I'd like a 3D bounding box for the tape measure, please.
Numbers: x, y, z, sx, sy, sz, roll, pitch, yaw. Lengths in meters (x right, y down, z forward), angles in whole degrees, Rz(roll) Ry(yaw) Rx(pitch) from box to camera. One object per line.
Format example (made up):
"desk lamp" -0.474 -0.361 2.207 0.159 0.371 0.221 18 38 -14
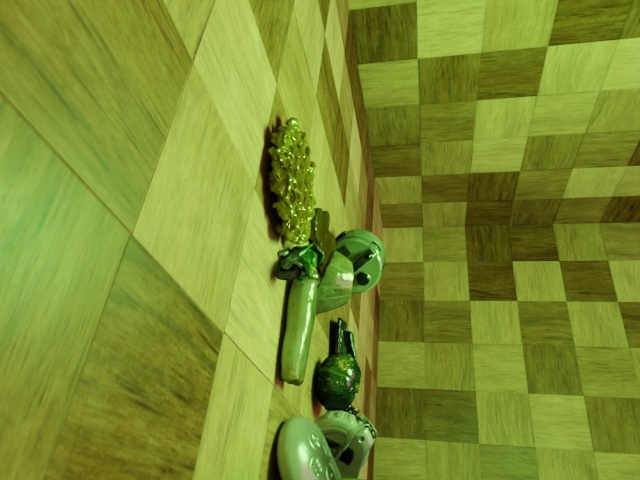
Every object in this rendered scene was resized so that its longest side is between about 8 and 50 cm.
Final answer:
"tape measure" 0.055 0.613 1.467 0.120 0.197 0.236 -24 132 -72

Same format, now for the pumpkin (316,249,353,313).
"pumpkin" 0.039 0.136 1.465 0.217 0.110 0.218 17 90 -88

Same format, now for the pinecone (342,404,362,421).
"pinecone" 0.089 0.648 1.770 0.121 0.140 0.140 -88 173 -70

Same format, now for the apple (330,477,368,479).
"apple" 0.039 0.644 0.831 0.473 0.473 0.474 -1 90 -78

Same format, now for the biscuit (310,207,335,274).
"biscuit" 0.000 0.000 1.608 0.302 0.049 0.197 69 24 -58

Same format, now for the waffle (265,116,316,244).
"waffle" -0.068 -0.150 1.255 0.302 0.068 0.325 -26 110 -75

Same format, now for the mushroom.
"mushroom" -0.055 0.213 1.281 0.100 0.081 0.312 62 34 -62

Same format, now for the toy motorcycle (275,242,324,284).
"toy motorcycle" -0.048 0.054 1.250 0.190 0.106 0.074 -64 150 -67

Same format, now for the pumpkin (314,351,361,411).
"pumpkin" 0.060 0.463 1.615 0.190 0.146 0.191 -3 90 -78

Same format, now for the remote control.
"remote control" -0.013 0.598 1.212 0.332 0.103 0.221 68 19 2

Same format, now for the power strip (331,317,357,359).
"power strip" 0.097 0.438 1.922 0.257 0.092 0.251 60 28 -73

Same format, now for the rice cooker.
"rice cooker" 0.130 0.075 1.837 0.244 0.225 0.226 -58 145 -71
